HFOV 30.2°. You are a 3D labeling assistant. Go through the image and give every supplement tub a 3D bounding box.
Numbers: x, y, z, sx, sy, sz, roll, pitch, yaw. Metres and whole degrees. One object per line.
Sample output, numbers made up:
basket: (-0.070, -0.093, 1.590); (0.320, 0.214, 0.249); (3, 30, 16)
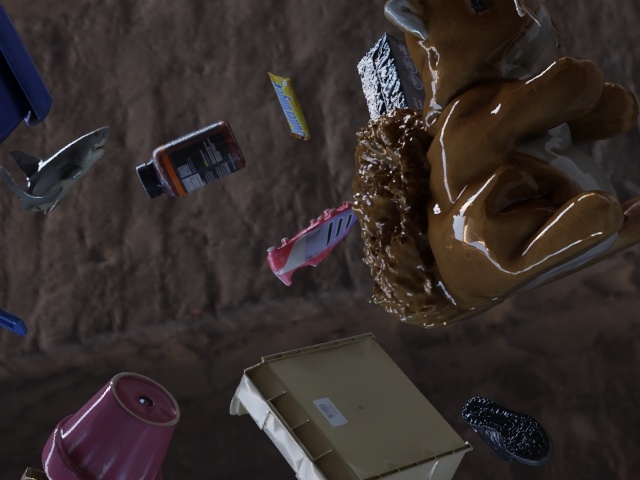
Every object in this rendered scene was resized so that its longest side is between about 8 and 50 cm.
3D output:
supplement tub: (-0.251, -0.150, 2.272); (0.106, 0.198, 0.106); (157, 90, -88)

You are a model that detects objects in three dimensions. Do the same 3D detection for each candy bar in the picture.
candy bar: (-0.049, -0.222, 1.955); (0.018, 0.040, 0.161); (-60, -29, -26)

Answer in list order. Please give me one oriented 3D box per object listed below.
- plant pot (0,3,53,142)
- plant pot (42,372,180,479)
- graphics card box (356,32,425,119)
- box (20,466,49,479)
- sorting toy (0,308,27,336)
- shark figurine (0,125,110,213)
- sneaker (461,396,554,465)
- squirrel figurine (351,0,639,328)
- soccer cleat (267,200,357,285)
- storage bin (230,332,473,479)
plant pot: (-0.557, -0.243, 1.854); (0.236, 0.212, 0.236); (63, 165, -10)
plant pot: (-0.331, 0.325, 1.954); (0.201, 0.180, 0.201); (29, -159, -13)
graphics card box: (0.244, -0.197, 2.114); (0.371, 0.094, 0.232); (25, -144, -30)
box: (-0.433, 0.468, 2.036); (0.201, 0.164, 0.021); (21, -139, -17)
sorting toy: (-0.591, 0.046, 1.789); (0.196, 0.348, 0.047); (73, -141, -62)
shark figurine: (-0.457, -0.104, 1.903); (0.116, 0.166, 0.278); (42, -153, -6)
sneaker: (0.229, 0.234, 1.405); (0.089, 0.051, 0.170); (45, 169, -36)
squirrel figurine: (0.167, -0.111, 1.400); (0.281, 0.397, 0.370); (-9, -109, -55)
soccer cleat: (0.000, 0.000, 2.570); (0.095, 0.248, 0.083); (59, 173, -5)
storage bin: (0.039, 0.284, 1.745); (0.260, 0.123, 0.262); (-9, -135, -39)
